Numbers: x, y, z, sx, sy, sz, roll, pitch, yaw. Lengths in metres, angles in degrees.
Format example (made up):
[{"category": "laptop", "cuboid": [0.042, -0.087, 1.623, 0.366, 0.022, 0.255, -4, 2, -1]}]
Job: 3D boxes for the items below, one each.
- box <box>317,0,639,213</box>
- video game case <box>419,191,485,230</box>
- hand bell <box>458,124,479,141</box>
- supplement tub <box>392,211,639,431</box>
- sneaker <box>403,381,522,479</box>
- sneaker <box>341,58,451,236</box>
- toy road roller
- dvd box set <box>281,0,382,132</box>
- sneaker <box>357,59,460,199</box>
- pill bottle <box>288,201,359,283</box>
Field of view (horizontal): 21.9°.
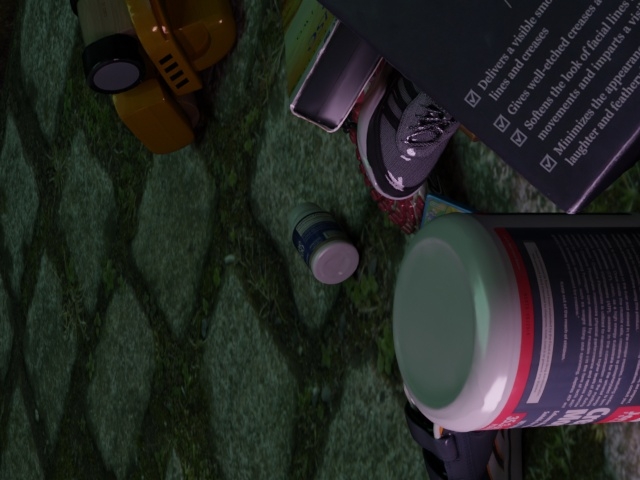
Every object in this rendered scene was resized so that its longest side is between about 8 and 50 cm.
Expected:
[{"category": "box", "cuboid": [0.172, -0.272, 1.357, 0.395, 0.212, 0.293, 42, 119, 9]}, {"category": "video game case", "cuboid": [0.155, 0.042, 1.860, 0.119, 0.015, 0.166, 24, 116, 31]}, {"category": "hand bell", "cuboid": [0.129, -0.213, 1.912, 0.242, 0.126, 0.126, 63, 146, 22]}, {"category": "supplement tub", "cuboid": [0.219, 0.069, 1.476, 0.191, 0.272, 0.191, 180, 90, -66]}, {"category": "sneaker", "cuboid": [0.151, 0.205, 1.808, 0.126, 0.127, 0.321, -143, 55, -58]}, {"category": "sneaker", "cuboid": [0.094, -0.136, 1.958, 0.121, 0.112, 0.299, 106, 142, -65]}, {"category": "toy road roller", "cuboid": [-0.236, -0.310, 2.622, 0.329, 0.240, 0.202, 57, -164, -60]}, {"category": "dvd box set", "cuboid": [0.053, -0.334, 1.770, 0.307, 0.062, 0.420, -59, 17, 25]}, {"category": "sneaker", "cuboid": [0.120, -0.135, 1.655, 0.153, 0.101, 0.268, -120, 40, -52]}, {"category": "pill bottle", "cuboid": [0.000, 0.000, 2.200, 0.120, 0.067, 0.067, -124, 41, -51]}]
